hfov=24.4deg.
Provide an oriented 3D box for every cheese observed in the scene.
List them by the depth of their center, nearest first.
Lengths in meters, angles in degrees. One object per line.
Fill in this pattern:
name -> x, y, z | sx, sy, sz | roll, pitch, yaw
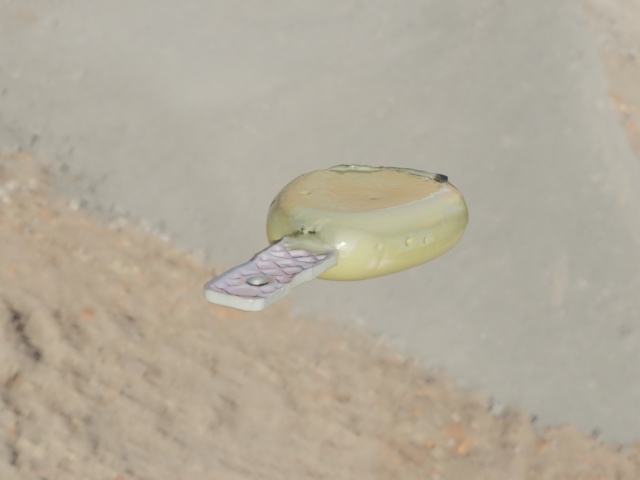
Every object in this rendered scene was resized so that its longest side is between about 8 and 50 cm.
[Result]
cheese -> 0.000, 0.000, 0.958 | 0.127, 0.050, 0.255 | 14, 20, 25
